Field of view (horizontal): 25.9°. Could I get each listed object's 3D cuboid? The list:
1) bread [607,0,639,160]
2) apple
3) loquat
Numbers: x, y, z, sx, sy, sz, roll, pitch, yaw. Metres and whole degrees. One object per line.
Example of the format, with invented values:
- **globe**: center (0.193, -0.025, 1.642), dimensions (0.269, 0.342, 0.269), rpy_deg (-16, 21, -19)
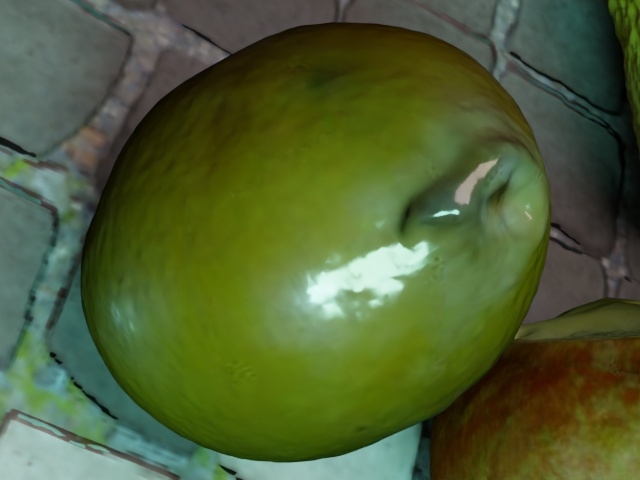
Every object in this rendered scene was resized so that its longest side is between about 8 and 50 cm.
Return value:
- **bread**: center (0.224, -0.085, 0.642), dimensions (0.197, 0.197, 0.170), rpy_deg (10, 73, -27)
- **apple**: center (0.138, 0.087, 0.524), dimensions (0.195, 0.173, 0.160), rpy_deg (-8, 72, -29)
- **loquat**: center (0.000, 0.000, 0.470), dimensions (0.152, 0.195, 0.152), rpy_deg (7, 79, -38)
